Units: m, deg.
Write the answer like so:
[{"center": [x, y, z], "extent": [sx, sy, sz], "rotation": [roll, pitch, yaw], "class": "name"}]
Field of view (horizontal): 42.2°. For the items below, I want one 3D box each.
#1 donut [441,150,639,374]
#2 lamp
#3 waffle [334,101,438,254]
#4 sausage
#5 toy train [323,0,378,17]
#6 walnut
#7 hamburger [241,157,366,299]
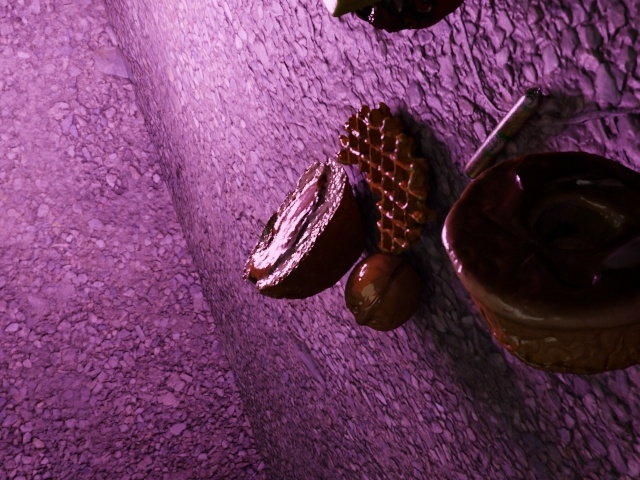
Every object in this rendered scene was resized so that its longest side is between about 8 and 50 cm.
[{"center": [0.320, 0.023, 1.045], "extent": [0.330, 0.330, 0.160], "rotation": [41, 158, 47], "class": "donut"}, {"center": [0.112, -0.402, 1.190], "extent": [0.227, 0.227, 0.227], "rotation": [49, 152, 38], "class": "lamp"}, {"center": [0.134, -0.128, 1.616], "extent": [0.293, 0.069, 0.260], "rotation": [65, 156, 12], "class": "waffle"}, {"center": [0.280, -0.161, 1.286], "extent": [0.033, 0.033, 0.269], "rotation": [61, 158, 14], "class": "sausage"}, {"center": [0.161, -0.377, 0.846], "extent": [0.272, 0.442, 0.179], "rotation": [157, 89, -82], "class": "toy train"}, {"center": [0.130, 0.110, 1.740], "extent": [0.159, 0.159, 0.206], "rotation": [60, 155, 17], "class": "walnut"}, {"center": [0.000, 0.000, 1.847], "extent": [0.162, 0.330, 0.209], "rotation": [33, -177, 43], "class": "hamburger"}]
